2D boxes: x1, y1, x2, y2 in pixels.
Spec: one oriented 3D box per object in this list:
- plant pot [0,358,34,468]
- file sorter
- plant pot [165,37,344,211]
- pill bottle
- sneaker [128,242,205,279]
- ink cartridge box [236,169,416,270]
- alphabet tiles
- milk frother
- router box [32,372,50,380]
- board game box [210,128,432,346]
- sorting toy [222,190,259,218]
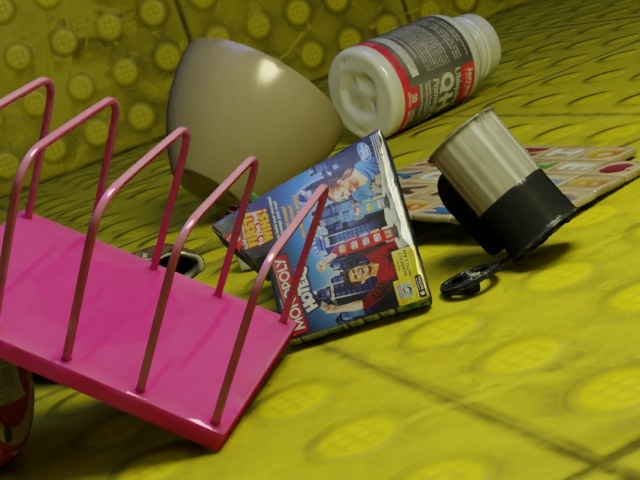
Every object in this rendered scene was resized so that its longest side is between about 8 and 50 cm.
[{"bbox_3d":[-0.366,0.131,1.097,0.174,0.191,0.191,-13,13,8],"label":"plant pot"},{"bbox_3d":[-0.163,0.002,1.031,0.291,0.182,0.202,22,28,7],"label":"file sorter"},{"bbox_3d":[-0.131,-0.156,1.900,0.284,0.284,0.191,1,58,55],"label":"plant pot"},{"bbox_3d":[0.182,-0.314,2.232,0.318,0.176,0.176,-28,16,-35],"label":"pill bottle"},{"bbox_3d":[-0.207,0.043,1.306,0.071,0.066,0.188,-4,17,44],"label":"sneaker"},{"bbox_3d":[0.030,-0.035,1.566,0.224,0.045,0.223,-11,14,26],"label":"ink cartridge box"},{"bbox_3d":[0.204,-0.072,1.452,0.285,0.011,0.342,-23,20,-38],"label":"alphabet tiles"},{"bbox_3d":[0.151,-0.032,1.182,0.143,0.134,0.129,-28,-15,-47],"label":"milk frother"},{"bbox_3d":[-0.233,0.107,1.331,0.179,0.046,0.133,-7,16,40],"label":"router box"},{"bbox_3d":[-0.003,0.010,1.207,0.194,0.194,0.060,-18,-28,8],"label":"board game box"},{"bbox_3d":[-0.112,-0.028,1.701,0.042,0.061,0.102,-25,-8,-27],"label":"sorting toy"}]
